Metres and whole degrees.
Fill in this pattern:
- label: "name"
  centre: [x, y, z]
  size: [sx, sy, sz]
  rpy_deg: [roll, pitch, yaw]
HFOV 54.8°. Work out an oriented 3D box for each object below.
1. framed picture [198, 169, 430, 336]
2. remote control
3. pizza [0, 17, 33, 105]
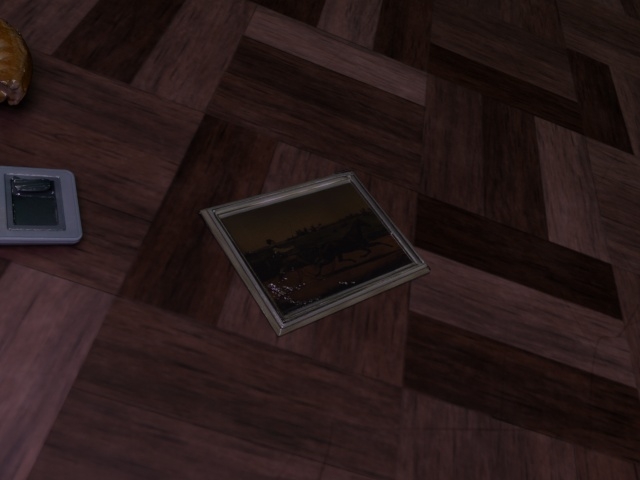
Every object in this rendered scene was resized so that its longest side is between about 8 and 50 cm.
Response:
- label: "framed picture"
  centre: [0.000, 0.000, 0.795]
  size: [0.252, 0.014, 0.197]
  rpy_deg: [-19, 62, -34]
- label: "remote control"
  centre: [-0.401, -0.032, 0.624]
  size: [0.294, 0.051, 0.103]
  rpy_deg: [-1, 54, -29]
- label: "pizza"
  centre: [-0.453, -0.206, 0.741]
  size: [0.199, 0.062, 0.188]
  rpy_deg: [-10, 45, -23]
